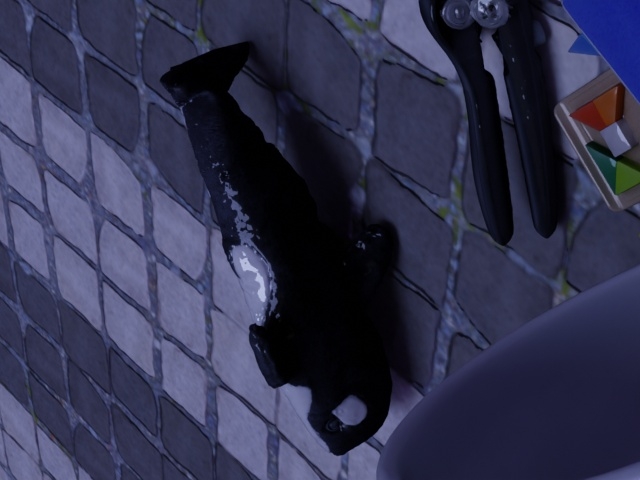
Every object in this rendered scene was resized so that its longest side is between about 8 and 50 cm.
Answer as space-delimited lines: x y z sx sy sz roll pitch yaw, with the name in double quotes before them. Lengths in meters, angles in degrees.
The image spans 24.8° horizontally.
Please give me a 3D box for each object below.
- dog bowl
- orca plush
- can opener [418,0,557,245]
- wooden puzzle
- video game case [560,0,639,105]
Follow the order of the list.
"dog bowl" 0.162 0.083 0.599 0.265 0.265 0.104 -15 104 58
"orca plush" 0.000 0.000 0.974 0.151 0.102 0.287 -8 -100 -76
"can opener" 0.097 -0.082 0.778 0.059 0.073 0.186 -12 112 17
"wooden puzzle" 0.155 -0.052 0.742 0.116 0.014 0.078 57 148 8
"video game case" 0.234 -0.010 0.376 0.269 0.244 0.061 62 147 36
